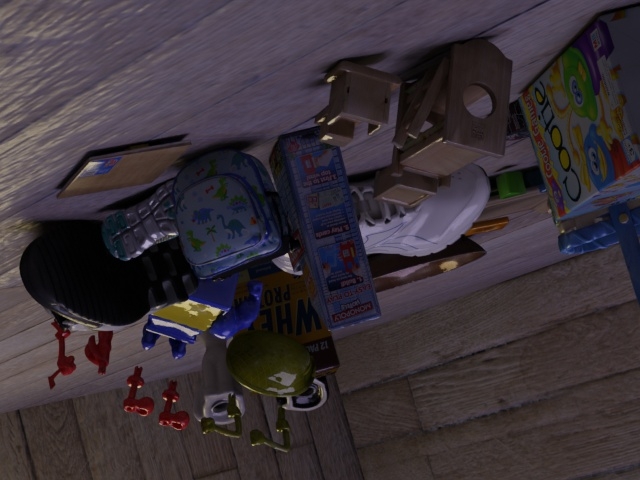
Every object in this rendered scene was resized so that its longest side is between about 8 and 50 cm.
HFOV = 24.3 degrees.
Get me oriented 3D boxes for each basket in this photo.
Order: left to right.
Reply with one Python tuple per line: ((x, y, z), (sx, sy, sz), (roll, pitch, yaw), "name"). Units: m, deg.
((0.413, -0.012, 1.933), (0.201, 0.288, 0.255), (-24, 168, 16), "basket")

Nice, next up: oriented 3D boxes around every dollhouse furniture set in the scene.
((0.055, -0.116, 1.329), (0.161, 0.101, 0.182), (14, 162, -20), "dollhouse furniture set")

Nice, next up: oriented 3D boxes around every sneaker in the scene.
((-0.266, 0.057, 1.660), (0.146, 0.122, 0.330), (-20, 171, 17), "sneaker")
((-0.149, -0.034, 1.546), (0.167, 0.065, 0.076), (-17, -170, 29), "sneaker")
((0.063, -0.028, 1.816), (0.297, 0.111, 0.129), (-19, 166, 11), "sneaker")

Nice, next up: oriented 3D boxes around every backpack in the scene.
((-0.090, -0.029, 1.431), (0.105, 0.114, 0.084), (-21, 171, 15), "backpack")

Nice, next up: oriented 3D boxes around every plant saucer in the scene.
((0.154, 0.047, 2.757), (0.311, 0.050, 0.310), (-15, 173, -2), "plant saucer")

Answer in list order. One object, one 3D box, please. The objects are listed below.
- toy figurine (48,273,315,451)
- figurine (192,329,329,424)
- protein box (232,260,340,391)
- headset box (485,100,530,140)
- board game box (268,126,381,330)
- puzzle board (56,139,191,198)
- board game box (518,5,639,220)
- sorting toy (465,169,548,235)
((-0.155, 0.110, 1.915), (0.363, 0.191, 0.217), (19, 139, -9), "toy figurine")
((-0.105, 0.176, 2.356), (0.215, 0.209, 0.092), (-10, 137, 0), "figurine")
((-0.065, 0.110, 2.166), (0.136, 0.201, 0.200), (-16, 173, -3), "protein box")
((0.228, -0.135, 1.639), (0.062, 0.032, 0.083), (-9, 171, -38), "headset box")
((0.000, 0.000, 1.528), (0.060, 0.194, 0.194), (-15, 172, -11), "board game box")
((-0.182, -0.067, 1.363), (0.096, 0.011, 0.128), (-11, 171, -26), "puzzle board")
((0.310, -0.127, 1.447), (0.144, 0.142, 0.275), (-15, 172, -10), "board game box")
((0.275, -0.065, 2.209), (0.196, 0.047, 0.348), (-9, 170, -18), "sorting toy")
